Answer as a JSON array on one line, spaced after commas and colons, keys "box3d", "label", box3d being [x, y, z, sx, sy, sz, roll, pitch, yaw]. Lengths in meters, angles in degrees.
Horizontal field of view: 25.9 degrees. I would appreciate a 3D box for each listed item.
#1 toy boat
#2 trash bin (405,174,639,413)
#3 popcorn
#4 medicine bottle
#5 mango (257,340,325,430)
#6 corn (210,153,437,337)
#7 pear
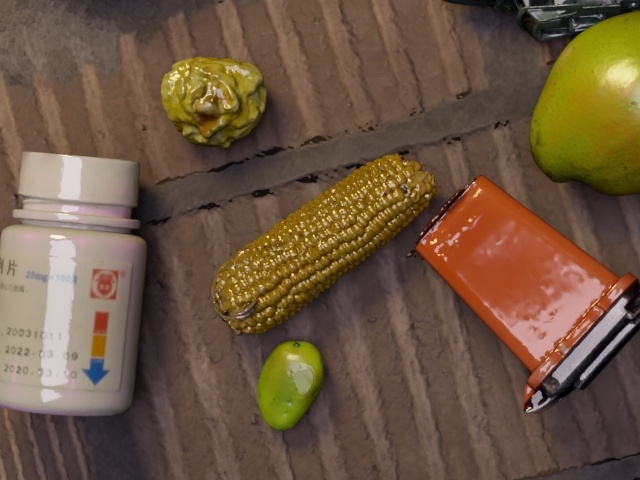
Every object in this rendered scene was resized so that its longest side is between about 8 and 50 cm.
[{"box3d": [0.274, -0.290, 1.540, 0.296, 0.114, 0.122, -5, 79, 8], "label": "toy boat"}, {"box3d": [0.219, 0.058, 1.526, 0.238, 0.161, 0.184, 41, 94, 15], "label": "trash bin"}, {"box3d": [-0.124, -0.159, 1.602, 0.120, 0.116, 0.106, 4, 99, -33], "label": "popcorn"}, {"box3d": [-0.284, 0.048, 1.588, 0.170, 0.170, 0.293, 6, 90, 9], "label": "medicine bottle"}, {"box3d": [-0.035, 0.167, 1.604, 0.073, 0.056, 0.108, 18, 94, 14], "label": "mango"}, {"box3d": [0.000, 0.000, 1.583, 0.293, 0.106, 0.106, -38, 83, 5], "label": "corn"}, {"box3d": [0.329, -0.139, 1.497, 0.219, 0.187, 0.187, -44, 83, 7], "label": "pear"}]
